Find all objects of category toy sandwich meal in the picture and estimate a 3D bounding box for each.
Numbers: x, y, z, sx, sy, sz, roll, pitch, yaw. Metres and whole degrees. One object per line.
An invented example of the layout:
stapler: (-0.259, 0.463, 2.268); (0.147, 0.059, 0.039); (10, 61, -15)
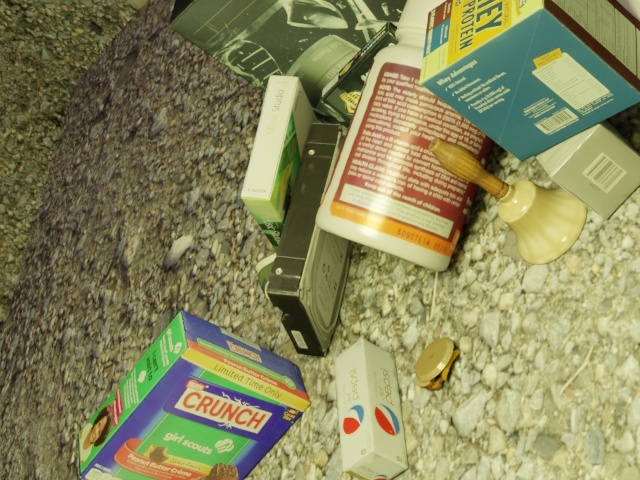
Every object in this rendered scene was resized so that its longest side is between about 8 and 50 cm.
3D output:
toy sandwich meal: (0.173, 0.182, 1.508); (0.085, 0.029, 0.086); (-44, 20, 21)

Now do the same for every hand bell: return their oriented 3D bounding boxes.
hand bell: (0.243, -0.076, 1.416); (0.126, 0.242, 0.126); (-39, 33, 32)

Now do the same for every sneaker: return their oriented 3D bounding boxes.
sneaker: (-0.046, 0.048, 1.962); (0.192, 0.064, 0.086); (-35, 50, 31)

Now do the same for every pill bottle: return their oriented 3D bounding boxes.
pill bottle: (0.159, -0.168, 1.601); (0.224, 0.224, 0.392); (22, 91, 62)

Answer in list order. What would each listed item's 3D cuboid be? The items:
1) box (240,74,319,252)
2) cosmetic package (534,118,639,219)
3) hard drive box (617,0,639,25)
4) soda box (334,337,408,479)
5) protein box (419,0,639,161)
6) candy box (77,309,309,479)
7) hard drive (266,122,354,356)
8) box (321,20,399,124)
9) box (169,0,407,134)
box: (-0.046, -0.104, 1.782); (0.058, 0.322, 0.232); (4, 67, 18)
cosmetic package: (0.351, -0.151, 1.440); (0.107, 0.127, 0.238); (-50, 28, 17)
hard drive box: (0.439, -0.290, 1.374); (0.232, 0.089, 0.181); (33, 108, 49)
soda box: (0.074, 0.258, 1.542); (0.069, 0.074, 0.216); (-41, 33, 29)
protein box: (0.271, -0.239, 1.307); (0.199, 0.201, 0.136); (-28, 40, 42)
candy box: (-0.219, 0.308, 1.758); (0.317, 0.268, 0.122); (-51, 33, 16)
hard drive: (0.000, 0.000, 1.764); (0.064, 0.237, 0.339); (4, 59, 16)
box: (0.138, -0.244, 1.769); (0.175, 0.220, 0.051); (-42, 24, 27)
box: (0.069, -0.469, 1.831); (0.480, 0.471, 0.297); (-32, 39, 40)
